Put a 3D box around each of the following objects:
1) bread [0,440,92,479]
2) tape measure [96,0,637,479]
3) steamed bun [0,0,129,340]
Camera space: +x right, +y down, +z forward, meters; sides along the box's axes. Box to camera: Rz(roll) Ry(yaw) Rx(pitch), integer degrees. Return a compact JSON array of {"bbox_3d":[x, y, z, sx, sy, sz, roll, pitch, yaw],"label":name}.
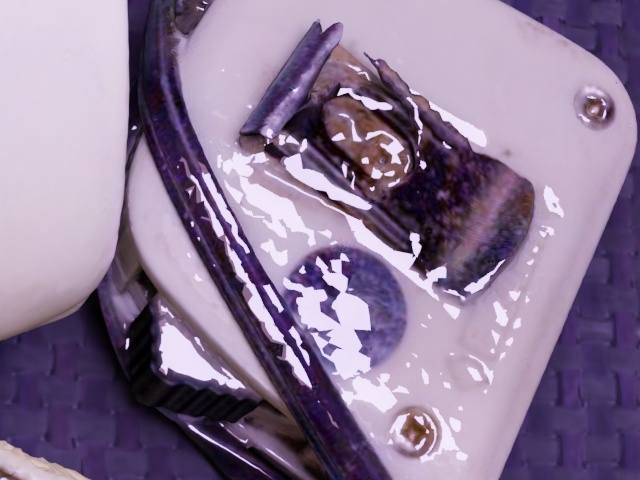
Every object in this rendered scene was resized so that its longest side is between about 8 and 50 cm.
[{"bbox_3d":[-0.069,0.191,0.701,0.263,0.236,0.198,28,68,-7],"label":"bread"},{"bbox_3d":[0.000,0.000,0.838,0.231,0.133,0.271,27,71,-8],"label":"tape measure"},{"bbox_3d":[-0.263,-0.162,0.720,0.371,0.290,0.456,-15,79,-21],"label":"steamed bun"}]
